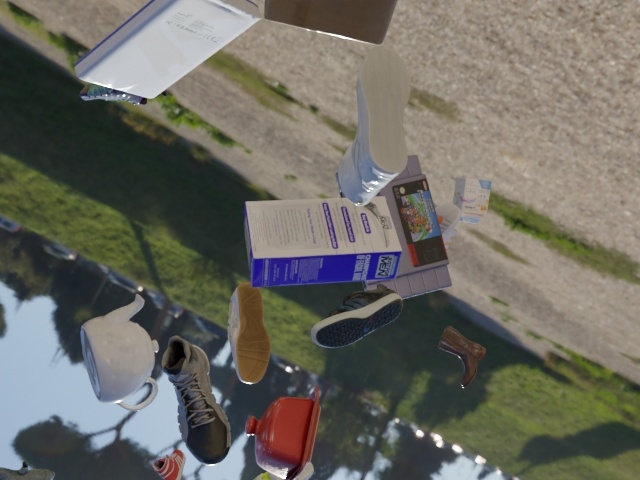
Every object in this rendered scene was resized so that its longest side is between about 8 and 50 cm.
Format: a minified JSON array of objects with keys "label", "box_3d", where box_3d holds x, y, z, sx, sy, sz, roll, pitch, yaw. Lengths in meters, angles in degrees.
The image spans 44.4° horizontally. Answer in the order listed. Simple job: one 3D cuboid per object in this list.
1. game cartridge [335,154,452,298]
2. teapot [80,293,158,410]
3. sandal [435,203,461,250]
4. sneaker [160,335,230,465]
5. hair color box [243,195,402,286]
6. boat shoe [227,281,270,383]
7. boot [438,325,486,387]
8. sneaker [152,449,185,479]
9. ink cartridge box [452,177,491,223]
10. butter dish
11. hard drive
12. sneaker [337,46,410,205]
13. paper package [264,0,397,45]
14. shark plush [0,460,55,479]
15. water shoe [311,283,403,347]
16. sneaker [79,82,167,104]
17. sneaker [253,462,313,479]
[{"label":"game cartridge","box_3d":[0.190,-0.029,2.001,0.230,0.355,0.068,-14,175,-6]},{"label":"teapot","box_3d":[-0.531,0.316,2.124,0.187,0.253,0.256,-12,158,-26]},{"label":"sandal","box_3d":[0.294,0.015,2.131,0.076,0.265,0.102,31,-165,-35]},{"label":"sneaker","box_3d":[-0.226,0.264,1.334,0.132,0.086,0.229,69,177,-59]},{"label":"hair color box","box_3d":[0.000,0.000,1.799,0.338,0.110,0.185,-3,-134,-9]},{"label":"boat shoe","box_3d":[-0.197,0.252,2.057,0.098,0.277,0.096,15,145,-29]},{"label":"boot","box_3d":[0.302,0.259,1.752,0.114,0.106,0.037,31,167,-15]},{"label":"sneaker","box_3d":[-0.342,0.498,1.770,0.067,0.042,0.118,52,-172,-20]},{"label":"ink cartridge box","box_3d":[0.488,-0.128,2.544,0.092,0.143,0.090,6,-176,-12]},{"label":"butter dish","box_3d":[-0.076,0.343,1.396,0.118,0.160,0.160,16,147,-8]},{"label":"hard drive","box_3d":[-0.300,-0.393,1.542,0.210,0.318,0.040,5,-118,-57]},{"label":"sneaker","box_3d":[0.088,-0.210,1.468,0.108,0.293,0.169,15,149,-17]},{"label":"paper package","box_3d":[0.045,-0.653,1.794,0.309,0.325,0.168,11,-140,-7]},{"label":"shark plush","box_3d":[-0.595,0.453,1.530,0.161,0.067,0.073,51,176,-40]},{"label":"water shoe","box_3d":[0.062,0.146,1.523,0.203,0.073,0.080,-17,-145,-25]},{"label":"sneaker","box_3d":[-0.477,-0.352,1.880,0.223,0.083,0.098,-9,129,30]},{"label":"sneaker","box_3d":[-0.115,0.662,2.077,0.126,0.240,0.091,60,-177,-48]}]
